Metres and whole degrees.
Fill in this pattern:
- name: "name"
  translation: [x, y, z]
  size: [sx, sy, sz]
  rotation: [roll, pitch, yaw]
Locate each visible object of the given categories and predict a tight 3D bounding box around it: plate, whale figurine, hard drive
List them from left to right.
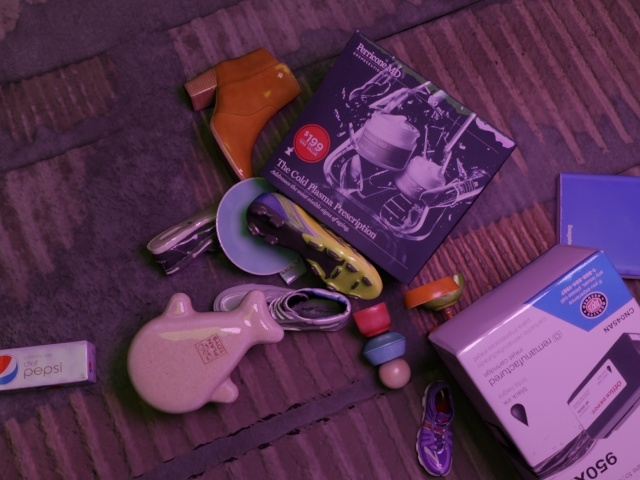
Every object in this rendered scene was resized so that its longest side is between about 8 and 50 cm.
- name: "whale figurine"
  translation: [-0.204, 0.187, 1.200]
  size: [0.272, 0.141, 0.216]
  rotation: [-29, 93, -6]
- name: "plate"
  translation: [-0.114, -0.027, 1.295]
  size: [0.188, 0.024, 0.188]
  rotation: [4, 81, -29]
- name: "hard drive"
  translation: [0.640, -0.027, 1.351]
  size: [0.319, 0.040, 0.210]
  rotation: [4, 73, 9]

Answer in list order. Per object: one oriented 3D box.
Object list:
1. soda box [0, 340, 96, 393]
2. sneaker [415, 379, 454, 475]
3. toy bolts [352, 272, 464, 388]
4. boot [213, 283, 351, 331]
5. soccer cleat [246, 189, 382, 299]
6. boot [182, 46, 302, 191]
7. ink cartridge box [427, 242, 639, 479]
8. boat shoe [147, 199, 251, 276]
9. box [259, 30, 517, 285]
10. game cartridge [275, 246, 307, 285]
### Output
- name: "soda box"
  translation: [-0.518, 0.230, 1.211]
  size: [0.216, 0.069, 0.073]
  rotation: [-6, 73, -6]
- name: "sneaker"
  translation: [0.212, 0.339, 1.228]
  size: [0.068, 0.071, 0.169]
  rotation: [3, 74, -3]
- name: "toy bolts"
  translation: [0.179, 0.172, 1.222]
  size: [0.229, 0.218, 0.158]
  rotation: [-23, 82, 8]
- name: "boot"
  translation: [-0.071, 0.117, 1.246]
  size: [0.259, 0.123, 0.095]
  rotation: [2, 73, -3]
- name: "soccer cleat"
  translation: [0.000, -0.001, 1.231]
  size: [0.289, 0.093, 0.121]
  rotation: [33, 41, 10]
- name: "boot"
  translation: [-0.127, -0.253, 1.364]
  size: [0.211, 0.104, 0.295]
  rotation: [-26, 73, -11]
- name: "ink cartridge box"
  translation: [0.414, 0.246, 1.104]
  size: [0.286, 0.166, 0.394]
  rotation: [-35, 96, -4]
- name: "boat shoe"
  translation: [-0.218, -0.016, 1.313]
  size: [0.233, 0.084, 0.079]
  rotation: [-33, 114, -19]
- name: "box"
  translation: [0.126, -0.149, 1.249]
  size: [0.343, 0.179, 0.312]
  rotation: [37, 102, 7]
- name: "game cartridge"
  translation: [-0.067, 0.040, 1.327]
  size: [0.056, 0.017, 0.083]
  rotation: [-36, 79, -17]
